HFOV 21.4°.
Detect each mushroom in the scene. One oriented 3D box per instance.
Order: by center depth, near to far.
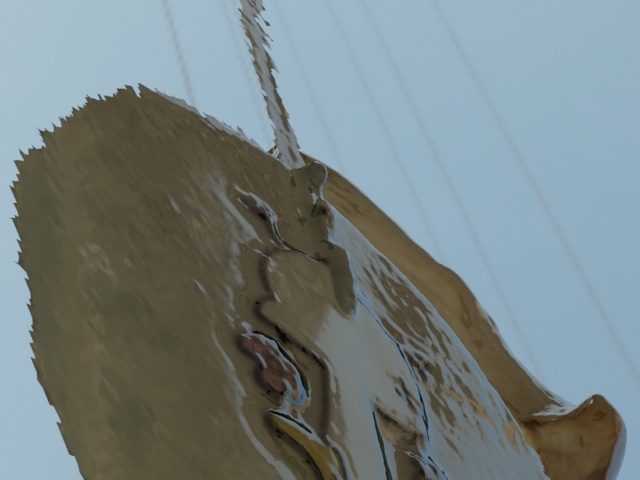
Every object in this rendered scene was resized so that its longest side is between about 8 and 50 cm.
[{"bbox_3d":[0.037,0.034,0.673,0.059,0.054,0.202,-36,-109,-25],"label":"mushroom"}]

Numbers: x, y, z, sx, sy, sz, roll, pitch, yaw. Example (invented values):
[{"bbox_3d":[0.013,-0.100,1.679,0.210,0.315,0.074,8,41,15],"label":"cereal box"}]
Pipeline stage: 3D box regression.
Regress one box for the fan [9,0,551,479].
[{"bbox_3d":[0.001,0.000,0.447,0.233,0.012,0.414,39,-157,-39],"label":"fan"}]
